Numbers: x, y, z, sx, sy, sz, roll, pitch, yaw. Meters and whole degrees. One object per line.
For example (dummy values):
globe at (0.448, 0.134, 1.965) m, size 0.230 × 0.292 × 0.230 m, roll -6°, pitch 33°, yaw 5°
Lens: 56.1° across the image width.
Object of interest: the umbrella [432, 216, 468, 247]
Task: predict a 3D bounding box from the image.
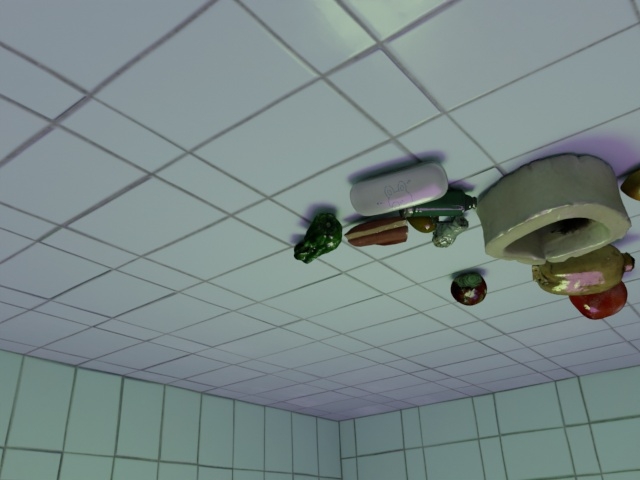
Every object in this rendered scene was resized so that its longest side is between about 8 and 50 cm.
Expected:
umbrella at (0.353, -0.021, 1.654) m, size 0.067 × 0.062 × 0.143 m, roll -24°, pitch 163°, yaw -30°

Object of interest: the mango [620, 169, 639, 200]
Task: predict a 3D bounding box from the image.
mango at (0.886, -0.137, 1.418) m, size 0.317 × 0.119 × 0.176 m, roll 0°, pitch 156°, yaw 14°

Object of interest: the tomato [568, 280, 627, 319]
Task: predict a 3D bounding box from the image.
tomato at (0.921, 0.181, 1.993) m, size 0.187 × 0.151 × 0.187 m, roll -1°, pitch 147°, yaw -1°

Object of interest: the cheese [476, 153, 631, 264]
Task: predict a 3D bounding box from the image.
cheese at (0.568, -0.059, 1.488) m, size 0.292 × 0.153 × 0.332 m, roll 22°, pitch 145°, yaw -38°

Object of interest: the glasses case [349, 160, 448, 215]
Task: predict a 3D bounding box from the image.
glasses case at (0.182, -0.120, 1.409) m, size 0.234 × 0.059 × 0.092 m, roll -13°, pitch 110°, yaw 20°

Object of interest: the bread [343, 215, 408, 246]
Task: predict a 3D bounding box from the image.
bread at (0.170, -0.024, 1.595) m, size 0.193 × 0.067 × 0.119 m, roll -11°, pitch 170°, yaw 35°

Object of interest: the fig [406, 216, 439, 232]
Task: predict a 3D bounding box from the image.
fig at (0.264, -0.057, 1.559) m, size 0.088 × 0.073 × 0.074 m, roll 9°, pitch 158°, yaw 22°

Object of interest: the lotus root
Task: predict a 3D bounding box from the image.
lotus root at (0.781, 0.085, 1.786) m, size 0.285 × 0.146 × 0.160 m, roll -9°, pitch 139°, yaw 12°

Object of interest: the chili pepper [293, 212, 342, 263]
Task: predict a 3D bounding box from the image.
chili pepper at (-0.001, 0.000, 1.638) m, size 0.099 × 0.083 × 0.253 m, roll 7°, pitch 156°, yaw -16°

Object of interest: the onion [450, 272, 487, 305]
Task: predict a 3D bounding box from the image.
onion at (0.485, 0.164, 1.957) m, size 0.117 × 0.118 × 0.119 m, roll 7°, pitch 161°, yaw 35°

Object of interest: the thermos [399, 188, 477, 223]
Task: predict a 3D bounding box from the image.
thermos at (0.293, -0.089, 1.485) m, size 0.188 × 0.083 × 0.073 m, roll -1°, pitch 163°, yaw -5°
